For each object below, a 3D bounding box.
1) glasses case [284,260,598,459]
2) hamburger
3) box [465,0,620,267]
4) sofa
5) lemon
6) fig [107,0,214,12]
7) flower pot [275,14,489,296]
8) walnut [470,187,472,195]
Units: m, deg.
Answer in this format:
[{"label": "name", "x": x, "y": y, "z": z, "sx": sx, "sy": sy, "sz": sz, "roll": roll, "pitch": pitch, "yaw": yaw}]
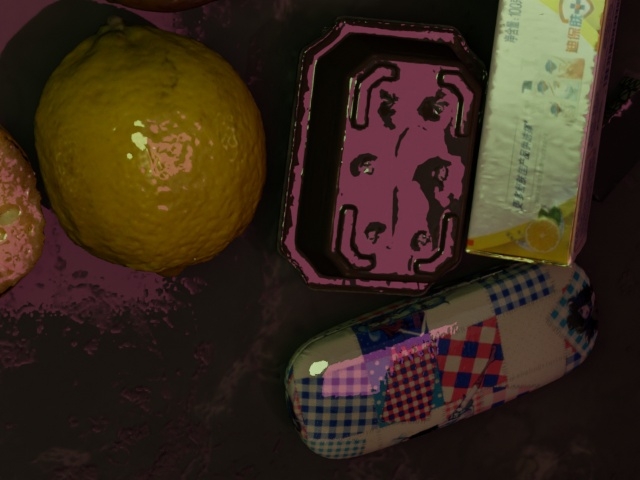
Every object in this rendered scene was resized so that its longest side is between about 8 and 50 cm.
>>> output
[{"label": "glasses case", "x": 0.120, "y": 0.109, "z": 1.658, "sx": 0.328, "sy": 0.076, "sz": 0.125, "roll": -19, "pitch": 108, "yaw": -17}, {"label": "hamburger", "x": -0.329, "y": -0.029, "z": 1.423, "sx": 0.191, "sy": 0.118, "sz": 0.181, "roll": 6, "pitch": 98, "yaw": -26}, {"label": "box", "x": 0.207, "y": -0.119, "z": 1.574, "sx": 0.097, "sy": 0.168, "sz": 0.265, "roll": 9, "pitch": 103, "yaw": 13}, {"label": "sofa", "x": 0.287, "y": -0.099, "z": 1.692, "sx": 0.118, "sy": 0.039, "sz": 0.060, "roll": -49, "pitch": 116, "yaw": -5}, {"label": "lemon", "x": -0.141, "y": -0.077, "z": 1.443, "sx": 0.192, "sy": 0.192, "sz": 0.231, "roll": -17, "pitch": 108, "yaw": -17}, {"label": "fig", "x": -0.096, "y": -0.305, "z": 1.398, "sx": 0.224, "sy": 0.224, "sz": 0.263, "roll": 25, "pitch": 91, "yaw": -25}, {"label": "flower pot", "x": 0.064, "y": -0.066, "z": 1.516, "sx": 0.179, "sy": 0.084, "sz": 0.250, "roll": 4, "pitch": 101, "yaw": -15}, {"label": "walnut", "x": 0.075, "y": -0.066, "z": 1.600, "sx": 0.143, "sy": 0.069, "sz": 0.170, "roll": -35, "pitch": 115, "yaw": -9}]
